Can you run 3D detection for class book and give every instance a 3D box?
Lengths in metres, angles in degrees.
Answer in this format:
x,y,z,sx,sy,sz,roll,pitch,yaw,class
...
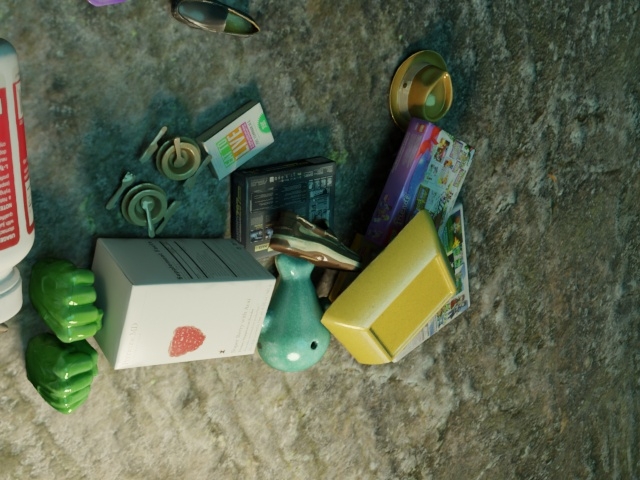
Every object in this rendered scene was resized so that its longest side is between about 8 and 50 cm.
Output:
x,y,z,sx,sy,sz,roll,pitch,yaw,class
-0.165,-0.196,1.525,0.144,0.035,0.096,-40,132,-21,book

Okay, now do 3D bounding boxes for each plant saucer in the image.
x,y,z,sx,sy,sz,roll,pitch,yaw,class
0.184,0.134,1.761,0.333,0.081,0.333,-46,149,-5,plant saucer

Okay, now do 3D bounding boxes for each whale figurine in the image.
x,y,z,sx,sy,sz,roll,pitch,yaw,class
-0.049,0.157,1.689,0.216,0.141,0.272,-3,107,-38,whale figurine

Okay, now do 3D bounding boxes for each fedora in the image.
x,y,z,sx,sy,sz,roll,pitch,yaw,class
0.244,-0.331,1.764,0.194,0.079,0.194,-16,117,-34,fedora

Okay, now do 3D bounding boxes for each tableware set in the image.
x,y,z,sx,sy,sz,roll,pitch,yaw,class
-0.288,-0.103,1.432,0.128,0.039,0.194,31,98,-42,tableware set

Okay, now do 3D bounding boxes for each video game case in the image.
x,y,z,sx,sy,sz,roll,pitch,yaw,class
0.263,0.104,1.974,0.300,0.036,0.329,-31,126,-30,video game case

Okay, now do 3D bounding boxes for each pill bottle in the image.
x,y,z,sx,sy,sz,roll,pitch,yaw,class
-0.542,-0.082,1.131,0.229,0.229,0.407,-13,115,-35,pill bottle

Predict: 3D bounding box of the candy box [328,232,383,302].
x,y,z,sx,sy,sz,roll,pitch,yaw,class
0.084,0.091,1.845,0.105,0.027,0.205,21,94,-43,candy box

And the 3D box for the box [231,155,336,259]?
x,y,z,sx,sy,sz,roll,pitch,yaw,class
-0.074,-0.069,1.629,0.233,0.059,0.183,-15,117,-35,box

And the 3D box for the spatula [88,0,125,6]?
x,y,z,sx,sy,sz,roll,pitch,yaw,class
-0.270,-0.453,1.329,0.296,0.030,0.084,-17,119,-33,spatula

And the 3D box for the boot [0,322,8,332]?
x,y,z,sx,sy,sz,roll,pitch,yaw,class
-0.574,0.106,1.311,0.118,0.042,0.087,15,96,-42,boot

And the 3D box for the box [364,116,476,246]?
x,y,z,sx,sy,sz,roll,pitch,yaw,class
0.231,-0.110,1.785,0.201,0.057,0.293,18,95,-47,box

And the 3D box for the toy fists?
x,y,z,sx,sy,sz,roll,pitch,yaw,class
-0.447,0.169,1.371,0.096,0.142,0.279,-3,110,-38,toy fists

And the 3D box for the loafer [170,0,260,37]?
x,y,z,sx,sy,sz,roll,pitch,yaw,class
-0.184,-0.402,1.398,0.170,0.061,0.062,0,109,-38,loafer

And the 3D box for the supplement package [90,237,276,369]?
x,y,z,sx,sy,sz,roll,pitch,yaw,class
-0.266,0.110,1.457,0.293,0.175,0.177,-1,118,-38,supplement package

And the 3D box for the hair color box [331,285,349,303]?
x,y,z,sx,sy,sz,roll,pitch,yaw,class
0.076,0.181,1.829,0.072,0.043,0.141,-40,133,-20,hair color box

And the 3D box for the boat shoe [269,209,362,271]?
x,y,z,sx,sy,sz,roll,pitch,yaw,class
0.006,0.000,1.627,0.257,0.095,0.095,22,75,-49,boat shoe
